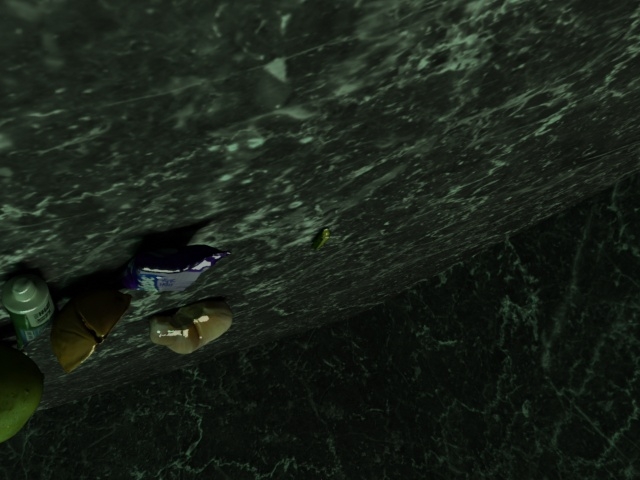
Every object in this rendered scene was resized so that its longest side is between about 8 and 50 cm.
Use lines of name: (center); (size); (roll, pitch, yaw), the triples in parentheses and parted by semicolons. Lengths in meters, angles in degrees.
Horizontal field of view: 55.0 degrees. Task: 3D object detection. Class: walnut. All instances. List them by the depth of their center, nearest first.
walnut: (-0.413, 0.142, 1.069); (0.167, 0.087, 0.211); (-55, -166, -20)

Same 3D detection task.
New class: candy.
candy: (-0.261, 0.051, 1.033); (0.145, 0.070, 0.275); (-4, 171, -29)

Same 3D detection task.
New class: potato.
potato: (-0.659, 0.283, 1.104); (0.216, 0.215, 0.304); (-26, 167, 25)

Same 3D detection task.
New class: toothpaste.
toothpaste: (-0.477, 0.122, 1.018); (0.099, 0.061, 0.392); (-43, 180, -27)

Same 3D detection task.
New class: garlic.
garlic: (-0.337, 0.235, 1.633); (0.217, 0.110, 0.228); (-20, 168, -14)

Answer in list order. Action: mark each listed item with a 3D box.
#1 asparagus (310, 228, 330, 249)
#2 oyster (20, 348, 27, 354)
asparagus: (-0.001, 0.000, 1.324); (0.025, 0.021, 0.108); (-16, 167, -21)
oyster: (-0.710, 0.261, 1.272); (0.177, 0.064, 0.125); (-20, 164, -7)
